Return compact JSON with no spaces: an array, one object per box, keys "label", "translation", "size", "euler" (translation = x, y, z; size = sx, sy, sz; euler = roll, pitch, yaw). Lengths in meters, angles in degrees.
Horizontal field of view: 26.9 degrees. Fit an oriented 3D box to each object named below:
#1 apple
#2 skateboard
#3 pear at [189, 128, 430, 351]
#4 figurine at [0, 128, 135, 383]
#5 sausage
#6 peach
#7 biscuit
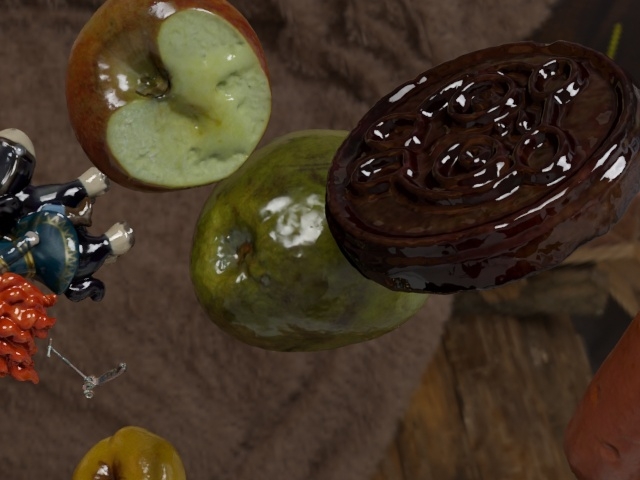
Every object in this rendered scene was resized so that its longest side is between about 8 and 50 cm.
[{"label":"apple","translation":[-0.143,-0.140,1.215],"size":[0.173,0.160,0.195],"euler":[17,102,-49]},{"label":"skateboard","translation":[-0.267,0.136,1.513],"size":[0.064,0.032,0.083],"euler":[-31,125,23]},{"label":"pear","translation":[0.000,0.000,1.921],"size":[0.352,0.352,0.413],"euler":[-45,160,31]},{"label":"figurine","translation":[-0.463,0.026,1.910],"size":[0.306,0.412,0.241],"euler":[47,154,-25]},{"label":"sausage","translation":[0.306,0.150,1.242],"size":[0.113,0.114,0.259],"euler":[4,139,-15]},{"label":"peach","translation":[-0.271,0.345,1.865],"size":[0.179,0.179,0.103],"euler":[-25,144,15]},{"label":"biscuit","translation":[0.188,-0.103,1.580],"size":[0.407,0.407,0.091],"euler":[-22,126,12]}]
